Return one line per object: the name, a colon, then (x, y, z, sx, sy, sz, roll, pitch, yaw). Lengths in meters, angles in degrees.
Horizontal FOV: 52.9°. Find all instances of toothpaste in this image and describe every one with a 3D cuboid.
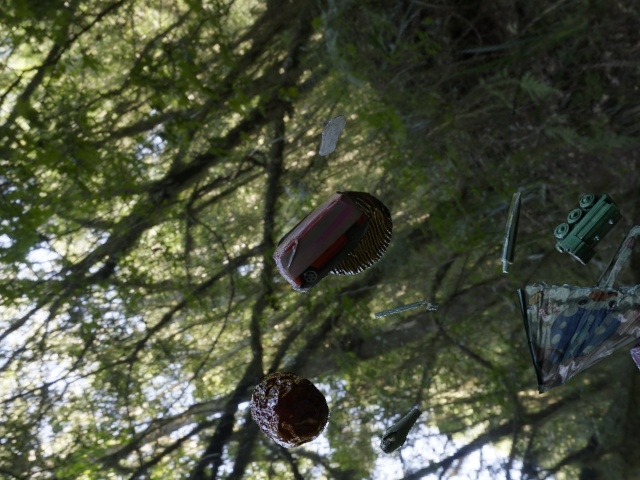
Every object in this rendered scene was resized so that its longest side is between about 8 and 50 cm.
toothpaste: (0.478, -0.021, 1.610, 0.049, 0.032, 0.204, 152, 127, -86)

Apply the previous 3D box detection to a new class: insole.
insole: (0.031, -0.288, 1.772, 0.065, 0.193, 0.006, -19, -109, -16)

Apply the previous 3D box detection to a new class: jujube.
jujube: (-0.078, 0.417, 1.595, 0.174, 0.250, 0.174, 0, -91, -26)

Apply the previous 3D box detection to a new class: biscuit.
biscuit: (0.103, -0.022, 2.239, 0.318, 0.318, 0.040, 48, -176, -27)

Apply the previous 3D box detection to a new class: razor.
razor: (0.277, 0.225, 2.116, 0.084, 0.211, 0.035, 14, -113, -62)

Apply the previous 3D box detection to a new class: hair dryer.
hair dryer: (0.240, 0.558, 1.931, 0.067, 0.167, 0.199, 38, 163, 24)

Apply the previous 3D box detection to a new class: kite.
kite: (0.456, 0.109, 1.068, 0.014, 0.406, 0.368, 44, -110, -16)

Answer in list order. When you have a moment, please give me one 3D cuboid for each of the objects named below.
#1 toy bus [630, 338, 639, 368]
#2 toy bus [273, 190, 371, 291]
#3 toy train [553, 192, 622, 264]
toy bus: (0.923, 0.288, 1.696, 0.098, 0.178, 0.086, -21, -99, -37)
toy bus: (0.000, 0.000, 1.834, 0.147, 0.303, 0.127, 46, -174, -17)
toy train: (0.624, -0.032, 1.494, 0.071, 0.170, 0.111, 34, -170, -27)
